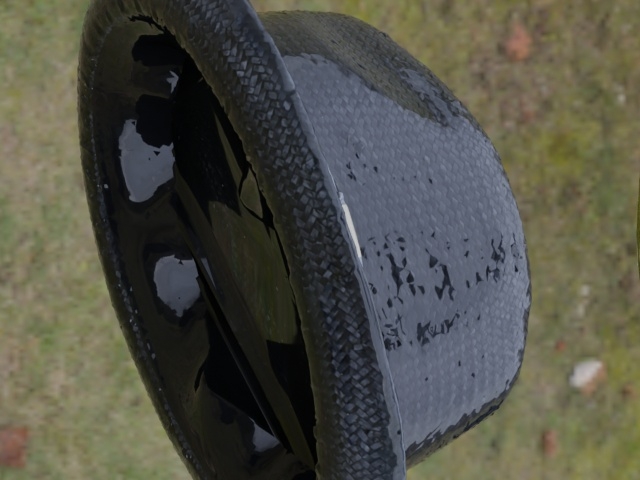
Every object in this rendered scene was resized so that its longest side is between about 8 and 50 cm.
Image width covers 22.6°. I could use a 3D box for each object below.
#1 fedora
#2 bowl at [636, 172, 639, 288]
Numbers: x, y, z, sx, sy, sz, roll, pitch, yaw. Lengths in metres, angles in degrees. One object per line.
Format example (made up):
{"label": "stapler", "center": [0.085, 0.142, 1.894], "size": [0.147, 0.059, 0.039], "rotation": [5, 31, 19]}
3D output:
{"label": "fedora", "center": [0.000, 0.000, 0.813], "size": [0.152, 0.334, 0.334], "rotation": [-16, 101, -26]}
{"label": "bowl", "center": [0.156, -0.021, 0.251], "size": [0.156, 0.289, 0.289], "rotation": [18, 71, -45]}
